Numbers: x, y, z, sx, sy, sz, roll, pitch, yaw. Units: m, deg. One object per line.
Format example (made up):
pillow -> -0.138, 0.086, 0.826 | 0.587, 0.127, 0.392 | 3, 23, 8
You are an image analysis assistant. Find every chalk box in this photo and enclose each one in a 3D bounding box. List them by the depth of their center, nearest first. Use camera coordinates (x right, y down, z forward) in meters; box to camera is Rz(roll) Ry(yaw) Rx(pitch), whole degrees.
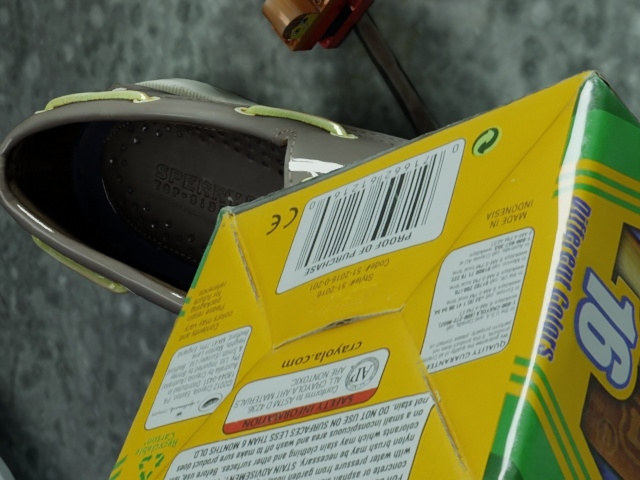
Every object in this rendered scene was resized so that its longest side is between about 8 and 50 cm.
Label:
chalk box -> 0.089, 0.119, 0.680 | 0.180, 0.179, 0.289 | -19, 126, 39

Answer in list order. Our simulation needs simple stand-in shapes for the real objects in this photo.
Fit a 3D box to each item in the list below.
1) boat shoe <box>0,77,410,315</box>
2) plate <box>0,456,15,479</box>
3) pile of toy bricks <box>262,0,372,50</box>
boat shoe -> 0.000, 0.000, 0.819 | 0.324, 0.097, 0.116 | 19, 108, 35
plate -> -0.289, 0.122, 1.099 | 0.277, 0.045, 0.278 | 53, 124, 20
pile of toy bricks -> -0.002, -0.170, 0.789 | 0.118, 0.105, 0.212 | 51, 124, 20
